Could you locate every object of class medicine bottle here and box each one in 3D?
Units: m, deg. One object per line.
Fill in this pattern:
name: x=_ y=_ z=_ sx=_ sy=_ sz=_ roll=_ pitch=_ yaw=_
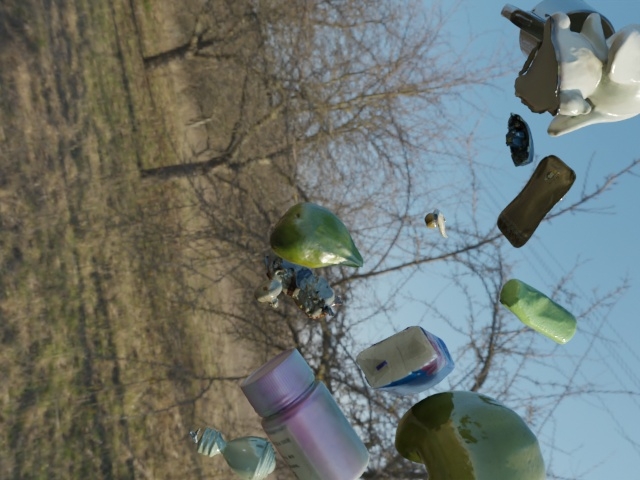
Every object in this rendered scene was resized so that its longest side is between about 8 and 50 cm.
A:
medicine bottle: x=-0.047 y=0.522 z=1.635 sx=0.388 sy=0.219 sz=0.219 roll=56 pitch=-6 yaw=-2

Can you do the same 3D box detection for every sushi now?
sushi: x=-0.073 y=0.156 z=2.047 sx=0.332 sy=0.124 sz=0.130 roll=42 pitch=-48 yaw=5

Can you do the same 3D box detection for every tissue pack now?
tissue pack: x=0.244 y=0.344 z=1.580 sx=0.269 sy=0.209 sz=0.137 roll=37 pitch=27 yaw=-62

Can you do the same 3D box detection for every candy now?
candy: x=0.864 y=0.285 z=2.260 sx=0.142 sy=0.343 sz=0.132 roll=-57 pitch=-162 yaw=2

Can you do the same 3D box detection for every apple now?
apple: x=0.406 y=0.560 z=1.541 sx=0.312 sy=0.359 sz=0.320 roll=125 pitch=-43 yaw=-53

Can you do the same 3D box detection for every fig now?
fig: x=-0.007 y=-0.012 z=1.393 sx=0.167 sy=0.233 sz=0.167 roll=180 pitch=-90 yaw=-88

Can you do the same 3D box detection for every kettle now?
kettle: x=0.614 y=-0.536 z=1.457 sx=0.262 sy=0.203 sz=0.308 roll=53 pitch=26 yaw=-14

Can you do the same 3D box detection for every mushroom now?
mushroom: x=0.335 y=-0.053 z=1.613 sx=0.306 sy=0.043 sz=0.068 roll=10 pitch=97 yaw=-70
mushroom: x=-0.142 y=0.154 z=1.603 sx=0.079 sy=0.085 sz=0.085 roll=62 pitch=-5 yaw=-7

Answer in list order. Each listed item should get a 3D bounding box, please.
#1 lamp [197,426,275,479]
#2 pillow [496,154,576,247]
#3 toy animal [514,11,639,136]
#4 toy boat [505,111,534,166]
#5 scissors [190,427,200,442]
lamp: x=-0.199 y=0.507 z=1.360 sx=0.106 sy=0.192 sz=0.106 roll=-160 pitch=-90 yaw=-89
pillow: x=0.498 y=-0.089 z=1.324 sx=0.218 sy=0.033 sz=0.130 roll=-56 pitch=-150 yaw=26
toy animal: x=0.524 y=-0.313 z=1.067 sx=0.249 sy=0.289 sz=0.174 roll=45 pitch=33 yaw=-64
toy boat: x=0.473 y=-0.242 z=1.363 sx=0.060 sy=0.060 sz=0.137 roll=-23 pitch=-119 yaw=55
scissors: x=-0.338 y=0.524 z=1.547 sx=0.036 sy=0.006 sz=0.083 roll=57 pitch=-39 yaw=18
